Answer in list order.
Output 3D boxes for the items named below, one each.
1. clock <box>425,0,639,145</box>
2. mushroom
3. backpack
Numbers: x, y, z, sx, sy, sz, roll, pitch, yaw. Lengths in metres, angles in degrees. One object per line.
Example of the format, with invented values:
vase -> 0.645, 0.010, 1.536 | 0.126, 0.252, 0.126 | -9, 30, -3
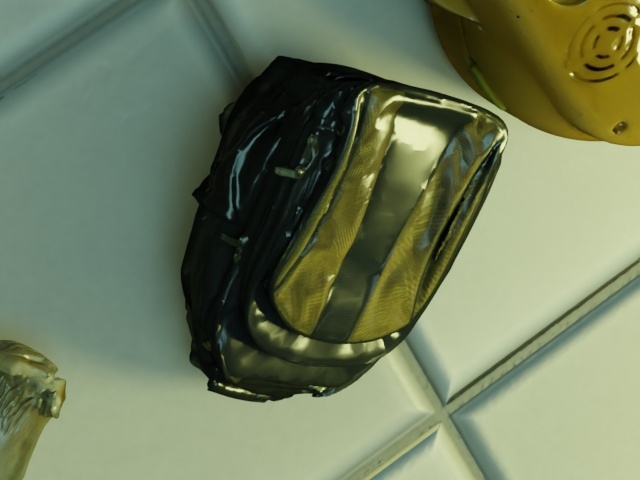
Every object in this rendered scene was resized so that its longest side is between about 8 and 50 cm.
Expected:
clock -> 0.177, -0.202, 1.252 | 0.244, 0.200, 0.317 | -40, 125, -4
mushroom -> -0.222, 0.174, 1.246 | 0.092, 0.081, 0.223 | 1, 104, -30
backpack -> 0.000, 0.000, 1.269 | 0.206, 0.133, 0.258 | 12, 107, -35
